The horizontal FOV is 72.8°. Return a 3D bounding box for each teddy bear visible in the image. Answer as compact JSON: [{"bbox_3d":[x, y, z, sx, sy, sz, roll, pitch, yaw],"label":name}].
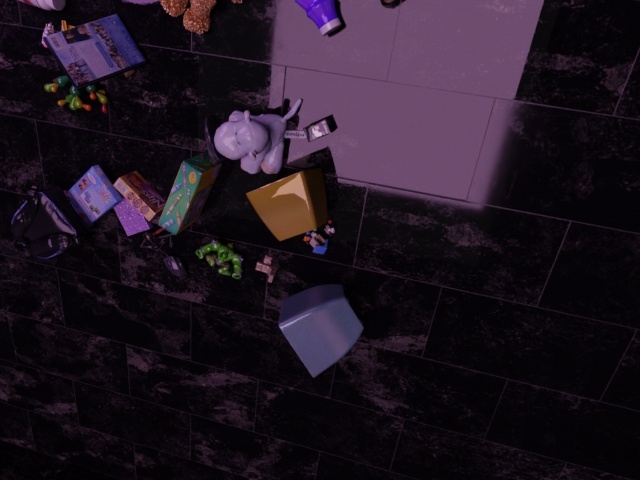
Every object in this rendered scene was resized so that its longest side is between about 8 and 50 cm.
[{"bbox_3d":[-0.357,-0.805,1.317,0.338,0.113,0.245,-29,106,23],"label":"teddy bear"}]

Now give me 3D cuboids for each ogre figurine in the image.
[{"bbox_3d":[-0.382,0.070,1.706,0.197,0.097,0.118,46,127,5],"label":"ogre figurine"}]

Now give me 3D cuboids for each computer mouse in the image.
[{"bbox_3d":[-0.635,0.064,1.768,0.071,0.041,0.242,-26,116,30],"label":"computer mouse"}]

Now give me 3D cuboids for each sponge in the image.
[{"bbox_3d":[-0.772,-0.128,1.751,0.117,0.031,0.210,-14,108,19],"label":"sponge"}]

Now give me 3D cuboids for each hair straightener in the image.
[{"bbox_3d":[-0.639,-0.005,1.762,0.230,0.047,0.089,-24,105,22],"label":"hair straightener"}]

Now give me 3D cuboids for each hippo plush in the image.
[{"bbox_3d":[-0.210,-0.311,1.420,0.294,0.236,0.234,-4,111,16],"label":"hippo plush"}]

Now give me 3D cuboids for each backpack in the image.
[{"bbox_3d":[-1.093,-0.065,1.761,0.263,0.213,0.276,-30,97,15],"label":"backpack"}]

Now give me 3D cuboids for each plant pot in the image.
[{"bbox_3d":[0.019,0.305,1.633,0.252,0.248,0.247,-29,103,7],"label":"plant pot"},{"bbox_3d":[-0.088,-0.116,1.467,0.212,0.212,0.187,-19,95,20],"label":"plant pot"}]

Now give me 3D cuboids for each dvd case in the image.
[{"bbox_3d":[-0.736,-0.623,1.432,0.180,0.253,0.022,60,153,-11],"label":"dvd case"}]

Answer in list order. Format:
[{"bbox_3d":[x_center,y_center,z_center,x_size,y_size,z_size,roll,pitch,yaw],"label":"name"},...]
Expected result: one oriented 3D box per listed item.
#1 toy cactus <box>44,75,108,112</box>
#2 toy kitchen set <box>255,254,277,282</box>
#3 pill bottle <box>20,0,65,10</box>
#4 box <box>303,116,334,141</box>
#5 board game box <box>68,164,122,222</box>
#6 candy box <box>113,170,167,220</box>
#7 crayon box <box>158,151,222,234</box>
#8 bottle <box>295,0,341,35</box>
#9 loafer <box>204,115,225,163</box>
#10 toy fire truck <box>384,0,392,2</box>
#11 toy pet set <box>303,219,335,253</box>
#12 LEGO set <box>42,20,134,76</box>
[{"bbox_3d":[-0.865,-0.557,1.557,0.219,0.112,0.180,15,109,4],"label":"toy cactus"},{"bbox_3d":[-0.212,0.106,1.688,0.083,0.075,0.068,19,115,1],"label":"toy kitchen set"},{"bbox_3d":[-0.949,-0.832,1.464,0.152,0.086,0.086,20,116,4],"label":"pill bottle"},{"bbox_3d":[-0.005,-0.368,1.441,0.083,0.062,0.052,-17,106,21],"label":"box"},{"bbox_3d":[-0.898,-0.182,1.731,0.211,0.039,0.160,-26,102,35],"label":"board game box"},{"bbox_3d":[-0.683,-0.172,1.668,0.186,0.109,0.053,46,115,-7],"label":"candy box"},{"bbox_3d":[-0.474,-0.172,1.584,0.081,0.165,0.278,32,116,-1],"label":"crayon box"},{"bbox_3d":[-0.033,-0.749,1.269,0.118,0.092,0.283,-25,105,23],"label":"bottle"},{"bbox_3d":[-0.382,-0.352,1.526,0.061,0.062,0.170,-21,77,41],"label":"loafer"},{"bbox_3d":[0.225,-0.807,1.167,0.246,0.158,0.217,-27,104,33],"label":"toy fire truck"},{"bbox_3d":[0.000,0.000,1.568,0.065,0.122,0.114,50,145,17],"label":"toy pet set"},{"bbox_3d":[-0.790,-0.645,1.499,0.287,0.132,0.107,19,140,-26],"label":"LEGO set"}]
